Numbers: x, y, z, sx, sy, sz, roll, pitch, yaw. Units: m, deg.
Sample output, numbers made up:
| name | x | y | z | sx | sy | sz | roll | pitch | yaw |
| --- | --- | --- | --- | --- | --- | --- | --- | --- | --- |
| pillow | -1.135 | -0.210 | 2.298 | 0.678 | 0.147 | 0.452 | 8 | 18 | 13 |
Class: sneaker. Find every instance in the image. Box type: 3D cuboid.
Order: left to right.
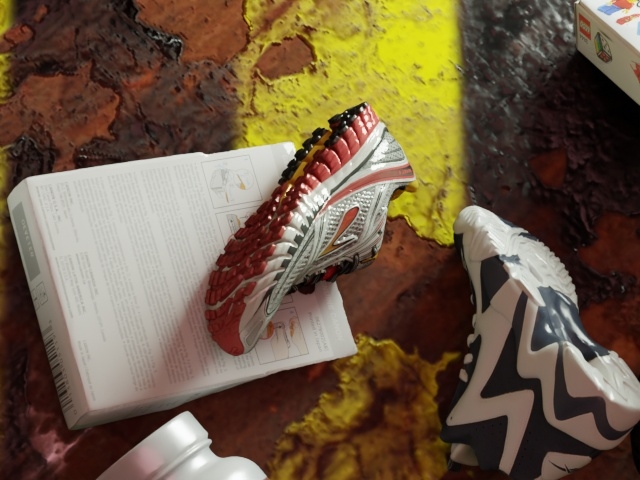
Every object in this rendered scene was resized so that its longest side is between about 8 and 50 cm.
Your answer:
| name | x | y | z | sx | sy | sz | roll | pitch | yaw |
| --- | --- | --- | --- | --- | --- | --- | --- | --- | --- |
| sneaker | 0.000 | 0.000 | 1.327 | 0.093 | 0.088 | 0.225 | 46 | 62 | -15 |
| sneaker | 0.128 | 0.093 | 1.335 | 0.153 | 0.094 | 0.235 | -50 | 50 | 21 |

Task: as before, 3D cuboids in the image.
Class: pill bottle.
| name | x | y | z | sx | sy | sz | roll | pitch | yaw |
| --- | --- | --- | --- | --- | --- | --- | --- | --- | --- |
| pill bottle | -0.061 | 0.230 | 1.251 | 0.121 | 0.121 | 0.216 | -37 | 84 | -16 |

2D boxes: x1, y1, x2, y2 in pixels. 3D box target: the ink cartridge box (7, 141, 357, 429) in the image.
| name | x | y | z | sx | sy | sz | roll | pitch | yaw |
| --- | --- | --- | --- | --- | --- | --- | --- | --- | --- |
| ink cartridge box | -0.103 | 0.028 | 1.345 | 0.224 | 0.056 | 0.181 | -10 | 77 | -31 |

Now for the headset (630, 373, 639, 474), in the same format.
| name | x | y | z | sx | sy | sz | roll | pitch | yaw |
| --- | --- | --- | --- | --- | --- | --- | --- | --- | --- |
| headset | 0.320 | 0.172 | 1.277 | 0.394 | 0.185 | 0.243 | -43 | 106 | 8 |

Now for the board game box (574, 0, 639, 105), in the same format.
| name | x | y | z | sx | sy | sz | roll | pitch | yaw |
| --- | --- | --- | --- | --- | --- | --- | --- | --- | --- |
| board game box | 0.351 | -0.125 | 1.356 | 0.193 | 0.053 | 0.305 | -21 | 41 | -14 |
